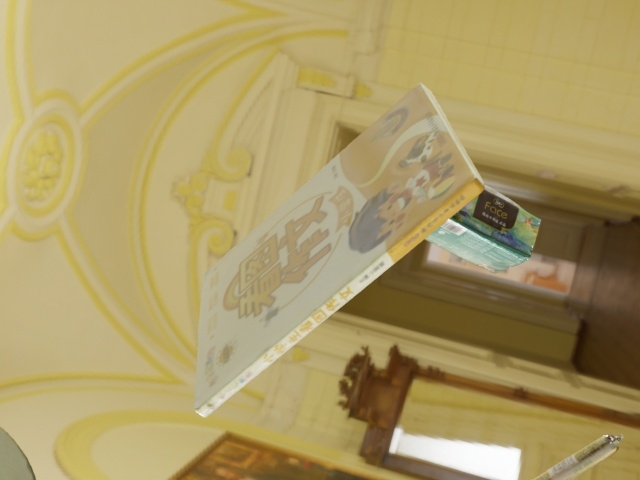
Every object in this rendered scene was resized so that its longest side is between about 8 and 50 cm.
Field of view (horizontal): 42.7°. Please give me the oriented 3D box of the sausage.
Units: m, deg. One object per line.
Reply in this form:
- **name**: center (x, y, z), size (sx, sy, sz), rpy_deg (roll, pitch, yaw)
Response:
- **sausage**: center (0.357, 0.375, 1.277), size (0.269, 0.033, 0.033), rpy_deg (-38, -2, 16)

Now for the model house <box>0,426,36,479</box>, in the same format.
- **model house**: center (-0.308, 0.176, 0.368), size (0.279, 0.218, 0.205), rpy_deg (-46, 13, 8)

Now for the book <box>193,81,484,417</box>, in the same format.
- **book**: center (0.000, 0.000, 0.710), size (0.295, 0.020, 0.208), rpy_deg (-41, 26, 16)

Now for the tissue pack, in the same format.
- **tissue pack**: center (0.174, -0.025, 0.904), size (0.079, 0.111, 0.085), rpy_deg (-68, 11, -20)
